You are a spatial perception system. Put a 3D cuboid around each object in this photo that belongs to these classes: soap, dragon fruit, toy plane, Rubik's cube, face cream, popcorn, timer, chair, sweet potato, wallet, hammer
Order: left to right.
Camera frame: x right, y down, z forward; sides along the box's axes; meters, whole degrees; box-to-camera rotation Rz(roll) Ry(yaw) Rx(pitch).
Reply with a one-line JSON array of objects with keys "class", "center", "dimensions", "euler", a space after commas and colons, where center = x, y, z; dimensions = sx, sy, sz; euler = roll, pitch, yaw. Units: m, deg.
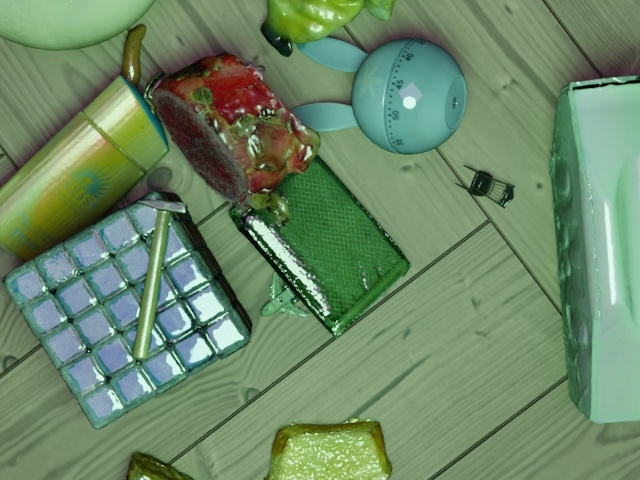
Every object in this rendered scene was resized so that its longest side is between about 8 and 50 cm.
[{"class": "face cream", "center": [-0.335, -0.091, 1.572], "dimensions": [0.285, 0.067, 0.139], "euler": [-44, 129, 1]}, {"class": "sweet potato", "center": [-0.281, -0.222, 1.599], "dimensions": [0.044, 0.044, 0.179], "euler": [23, 93, -1]}, {"class": "Rubik's cube", "center": [-0.247, 0.087, 1.510], "dimensions": [0.237, 0.238, 0.237], "euler": [-30, 90, -2]}, {"class": "hammer", "center": [-0.210, 0.047, 1.386], "dimensions": [0.062, 0.013, 0.199], "euler": [10, 89, -2]}, {"class": "dragon fruit", "center": [-0.101, -0.150, 1.508], "dimensions": [0.282, 0.211, 0.147], "euler": [42, 70, 17]}, {"class": "toy plane", "center": [-0.052, 0.083, 1.613], "dimensions": [0.083, 0.033, 0.080], "euler": [-36, 86, 2]}, {"class": "wallet", "center": [0.000, 0.000, 1.596], "dimensions": [0.160, 0.055, 0.236], "euler": [-42, 95, -12]}, {"class": "popcorn", "center": [0.024, -0.418, 1.489], "dimensions": [0.237, 0.293, 0.293], "euler": [-35, 92, -18]}, {"class": "timer", "center": [0.089, -0.201, 1.565], "dimensions": [0.175, 0.255, 0.175], "euler": [-7, 102, -38]}, {"class": "chair", "center": [0.235, -0.078, 1.611], "dimensions": [0.086, 0.042, 0.037], "euler": [22, 94, -37]}, {"class": "soap", "center": [0.405, 0.010, 1.500], "dimensions": [0.156, 0.261, 0.446], "euler": [-5, 93, 3]}]

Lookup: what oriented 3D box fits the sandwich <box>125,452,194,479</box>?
[{"class": "sandwich", "center": [-0.209, 0.494, 1.598], "dimensions": [0.271, 0.099, 0.301], "euler": [26, 91, -1]}]

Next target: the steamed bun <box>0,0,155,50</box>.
[{"class": "steamed bun", "center": [-0.350, -0.412, 1.493], "dimensions": [0.324, 0.206, 0.324], "euler": [-1, 95, -8]}]

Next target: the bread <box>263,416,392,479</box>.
[{"class": "bread", "center": [0.009, 0.313, 1.612], "dimensions": [0.187, 0.065, 0.103], "euler": [-2, 98, 1]}]
